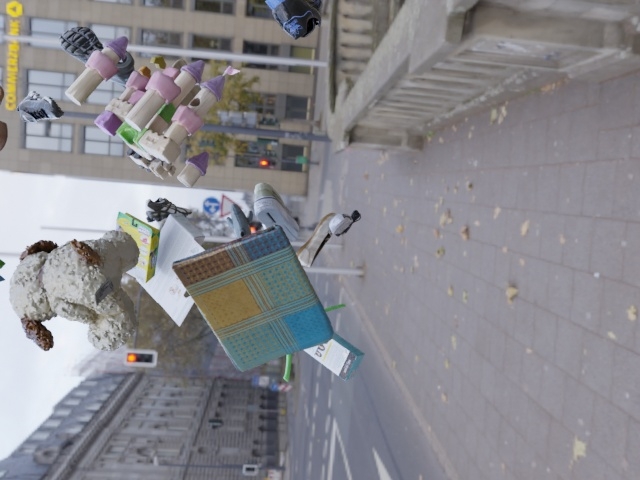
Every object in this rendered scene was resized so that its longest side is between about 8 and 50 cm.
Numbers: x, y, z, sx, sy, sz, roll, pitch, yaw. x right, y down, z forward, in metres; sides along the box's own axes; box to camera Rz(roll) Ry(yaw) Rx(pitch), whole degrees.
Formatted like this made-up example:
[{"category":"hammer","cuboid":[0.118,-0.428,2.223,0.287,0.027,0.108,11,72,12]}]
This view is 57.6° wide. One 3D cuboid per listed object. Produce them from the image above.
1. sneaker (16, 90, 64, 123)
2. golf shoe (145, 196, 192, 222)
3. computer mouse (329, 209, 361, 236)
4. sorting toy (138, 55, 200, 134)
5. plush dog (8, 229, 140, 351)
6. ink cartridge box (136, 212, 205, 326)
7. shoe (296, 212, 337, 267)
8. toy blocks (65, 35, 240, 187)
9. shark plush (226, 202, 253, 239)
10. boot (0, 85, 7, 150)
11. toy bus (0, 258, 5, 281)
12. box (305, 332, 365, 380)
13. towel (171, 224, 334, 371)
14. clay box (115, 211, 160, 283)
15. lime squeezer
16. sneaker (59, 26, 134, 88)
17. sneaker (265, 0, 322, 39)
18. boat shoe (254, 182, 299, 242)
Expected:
[{"category":"sneaker","cuboid":[-0.921,-0.420,1.903,0.106,0.234,0.078,-49,-42,-19]},{"category":"golf shoe","cuboid":[-0.562,-0.121,2.163,0.198,0.077,0.093,-6,-103,-55]},{"category":"computer mouse","cuboid":[0.065,-0.057,1.789,0.106,0.042,0.193,-44,-10,9]},{"category":"sorting toy","cuboid":[-0.551,-0.546,2.115,0.229,0.041,0.307,-60,-27,-25]},{"category":"plush dog","cuboid":[-0.494,0.084,1.123,0.210,0.226,0.262,58,-161,-59]},{"category":"ink cartridge box","cuboid":[-0.443,0.092,1.843,0.275,0.239,0.060,-57,-21,22]},{"category":"shoe","cuboid":[0.000,0.000,1.836,0.219,0.058,0.076,-51,-23,-27]},{"category":"toy blocks","cuboid":[-0.353,-0.318,1.354,0.260,0.289,0.309,-56,-32,-15]},{"category":"shark plush","cuboid":[-0.214,-0.016,1.546,0.067,0.073,0.161,113,153,-82]},{"category":"boot","cuboid":[-0.859,-0.329,1.338,0.109,0.220,0.283,-40,55,19]},{"category":"toy bus","cuboid":[-1.099,0.074,1.847,0.202,0.104,0.191,63,-142,-20]},{"category":"box","cuboid":[0.026,0.364,1.983,0.060,0.244,0.100,1,-64,-56]},{"category":"towel","cuboid":[-0.145,0.145,1.367,0.040,0.272,0.370,-101,-11,-54]},{"category":"clay box","cuboid":[-0.556,0.013,1.763,0.053,0.128,0.222,-51,-14,-51]},{"category":"lime squeezer","cuboid":[-0.047,0.283,1.824,0.310,0.110,0.059,-50,-6,-23]},{"category":"sneaker","cuboid":[-0.629,-0.509,1.644,0.101,0.267,0.106,-50,-19,-22]},{"category":"sneaker","cuboid":[-0.034,-0.449,1.143,0.090,0.081,0.232,58,-151,-15]},{"category":"boat shoe","cuboid":[-0.130,-0.076,1.755,0.302,0.109,0.094,71,-169,-67]}]
